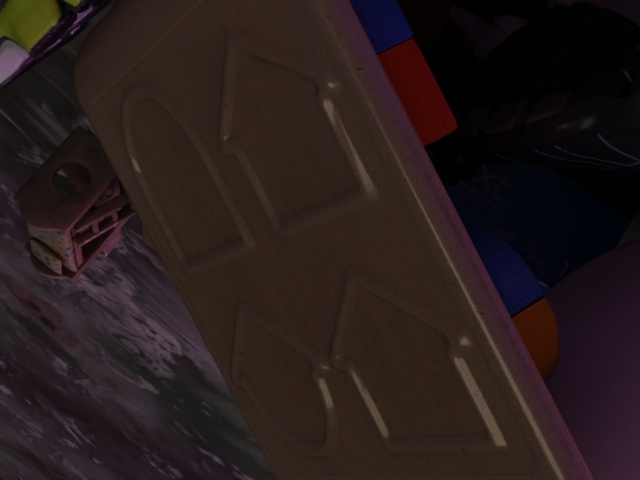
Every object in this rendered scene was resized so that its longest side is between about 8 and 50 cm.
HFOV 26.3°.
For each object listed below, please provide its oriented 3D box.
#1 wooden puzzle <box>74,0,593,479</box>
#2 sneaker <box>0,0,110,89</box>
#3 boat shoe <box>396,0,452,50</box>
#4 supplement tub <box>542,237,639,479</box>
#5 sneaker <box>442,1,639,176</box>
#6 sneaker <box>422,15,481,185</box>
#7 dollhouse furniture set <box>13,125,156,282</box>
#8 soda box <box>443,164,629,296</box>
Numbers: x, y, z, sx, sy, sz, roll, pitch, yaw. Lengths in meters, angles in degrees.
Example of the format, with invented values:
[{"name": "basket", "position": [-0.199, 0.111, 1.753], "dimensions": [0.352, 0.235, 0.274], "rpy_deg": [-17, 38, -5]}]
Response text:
[{"name": "wooden puzzle", "position": [0.000, 0.000, 0.722], "dimensions": [0.322, 0.080, 0.348], "rpy_deg": [-21, 93, 64]}, {"name": "sneaker", "position": [-0.230, -0.186, 0.984], "dimensions": [0.121, 0.111, 0.300], "rpy_deg": [54, 148, -10]}, {"name": "boat shoe", "position": [-0.002, -0.192, 0.674], "dimensions": [0.073, 0.080, 0.223], "rpy_deg": [17, 144, 49]}, {"name": "supplement tub", "position": [0.244, 0.166, 0.745], "dimensions": [0.316, 0.228, 0.228], "rpy_deg": [42, 156, -22]}, {"name": "sneaker", "position": [0.162, -0.056, 0.654], "dimensions": [0.106, 0.101, 0.267], "rpy_deg": [47, 155, -25]}, {"name": "sneaker", "position": [0.008, -0.125, 0.780], "dimensions": [0.237, 0.085, 0.086], "rpy_deg": [43, 177, -11]}, {"name": "dollhouse furniture set", "position": [-0.186, 0.016, 1.257], "dimensions": [0.161, 0.101, 0.182], "rpy_deg": [33, 156, 11]}, {"name": "soda box", "position": [0.077, -0.034, 0.842], "dimensions": [0.210, 0.071, 0.067], "rpy_deg": [35, 156, 6]}]
